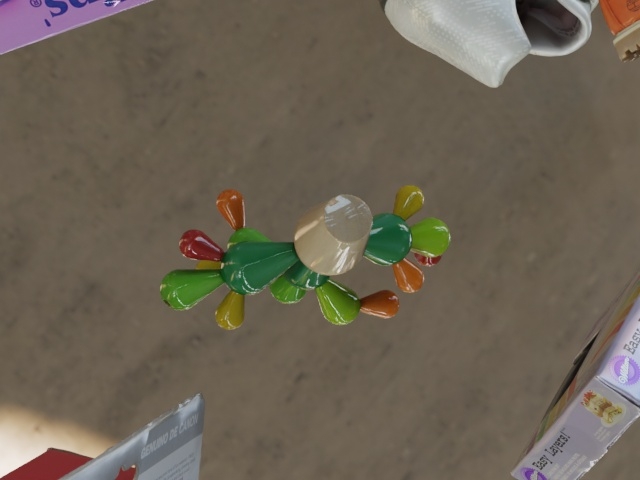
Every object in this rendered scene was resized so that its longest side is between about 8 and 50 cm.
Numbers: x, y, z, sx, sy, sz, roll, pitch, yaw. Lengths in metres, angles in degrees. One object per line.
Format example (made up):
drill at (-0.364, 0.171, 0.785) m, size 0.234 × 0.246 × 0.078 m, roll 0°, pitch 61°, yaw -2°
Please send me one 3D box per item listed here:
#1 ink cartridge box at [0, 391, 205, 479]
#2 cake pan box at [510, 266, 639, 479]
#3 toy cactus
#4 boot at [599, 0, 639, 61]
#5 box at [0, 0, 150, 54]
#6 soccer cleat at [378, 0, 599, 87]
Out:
ink cartridge box at (-0.196, 0.249, 1.107) m, size 0.309 × 0.130 × 0.272 m, roll -24°, pitch 123°, yaw -72°
cake pan box at (0.320, 0.134, 1.814) m, size 0.246 × 0.070 × 0.267 m, roll -52°, pitch 173°, yaw -32°
toy cactus at (0.000, 0.000, 1.173) m, size 0.219 × 0.112 × 0.180 m, roll 0°, pitch 165°, yaw -14°
boot at (0.254, -0.194, 1.137) m, size 0.158 × 0.084 × 0.059 m, roll -29°, pitch 167°, yaw 30°
box at (-0.176, -0.213, 0.757) m, size 0.213 × 0.117 × 0.243 m, roll -17°, pitch 128°, yaw 14°
soccer cleat at (0.167, -0.209, 1.298) m, size 0.331 × 0.143 × 0.116 m, roll -38°, pitch 166°, yaw -46°
